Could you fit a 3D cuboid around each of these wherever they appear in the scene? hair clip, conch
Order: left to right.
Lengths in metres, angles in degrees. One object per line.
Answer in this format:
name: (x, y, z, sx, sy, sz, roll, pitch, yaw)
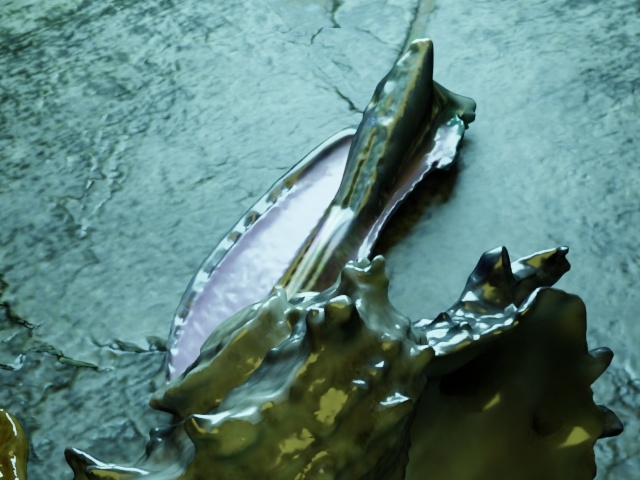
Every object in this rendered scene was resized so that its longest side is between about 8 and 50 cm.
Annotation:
hair clip: (-0.002, -0.001, 0.837, 0.110, 0.095, 0.359, 36, 63, -6)
conch: (0.012, 0.090, 0.623, 0.313, 0.241, 0.186, -9, 58, -18)

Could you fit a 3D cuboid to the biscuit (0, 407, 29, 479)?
biscuit: (-0.280, 0.200, 0.688, 0.257, 0.049, 0.273, 0, 48, 8)
